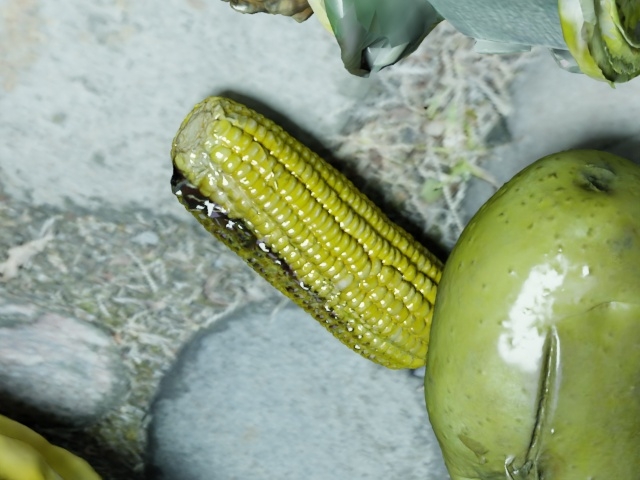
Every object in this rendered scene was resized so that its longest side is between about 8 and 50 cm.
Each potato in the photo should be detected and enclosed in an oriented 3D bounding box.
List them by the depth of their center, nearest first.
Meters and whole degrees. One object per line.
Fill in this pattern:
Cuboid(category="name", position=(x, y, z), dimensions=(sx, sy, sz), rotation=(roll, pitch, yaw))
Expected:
Cuboid(category="potato", position=(0.134, 0.066, 0.795), dimensions=(0.143, 0.169, 0.248), rotation=(17, 135, 26))

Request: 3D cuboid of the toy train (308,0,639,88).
Cuboid(category="toy train", position=(0.048, -0.161, 0.518), dimensions=(0.134, 0.177, 0.261), rotation=(6, 163, 33))

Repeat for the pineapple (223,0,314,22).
Cuboid(category="pineapple", position=(-0.093, -0.180, 0.626), dimensions=(0.237, 0.111, 0.119), rotation=(21, 105, -6))

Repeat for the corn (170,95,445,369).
Cuboid(category="corn", position=(0.000, 0.000, 0.818), dimensions=(0.072, 0.072, 0.203), rotation=(-29, 125, 32))

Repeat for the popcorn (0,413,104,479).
Cuboid(category="popcorn", position=(-0.285, 0.278, 0.958), dimensions=(0.390, 0.344, 0.354), rotation=(-6, 156, -33))
